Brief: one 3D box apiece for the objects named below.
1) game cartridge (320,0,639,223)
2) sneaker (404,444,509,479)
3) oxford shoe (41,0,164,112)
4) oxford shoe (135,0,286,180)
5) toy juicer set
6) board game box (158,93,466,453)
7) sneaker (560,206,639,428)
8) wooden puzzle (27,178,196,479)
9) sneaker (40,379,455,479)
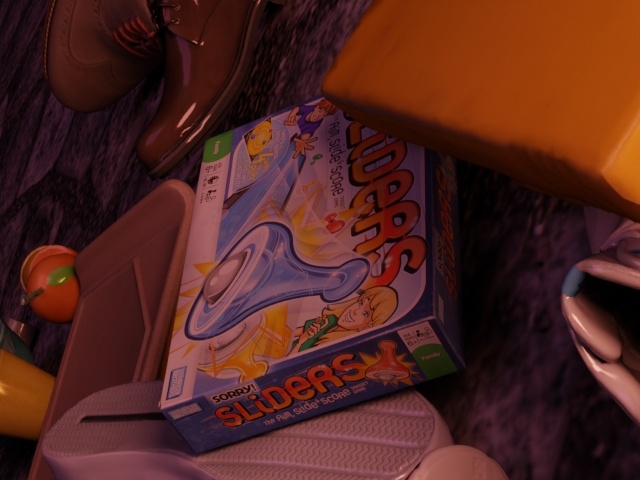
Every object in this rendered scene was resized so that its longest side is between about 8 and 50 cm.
[{"bbox_3d":[0.129,-0.151,0.572,0.285,0.053,0.324,-58,19,1],"label":"game cartridge"},{"bbox_3d":[0.027,0.154,0.589,0.158,0.061,0.065,-71,15,-9],"label":"sneaker"},{"bbox_3d":[-0.156,-0.209,1.307,0.348,0.123,0.130,-49,33,43],"label":"oxford shoe"},{"bbox_3d":[-0.094,-0.150,1.099,0.083,0.096,0.227,-20,45,59],"label":"oxford shoe"},{"bbox_3d":[-0.293,0.103,1.352,0.329,0.089,0.209,-38,35,59],"label":"toy juicer set"},{"bbox_3d":[0.000,0.000,0.725,0.136,0.035,0.201,-20,36,18],"label":"board game box"},{"bbox_3d":[0.112,0.012,0.490,0.071,0.083,0.190,-61,21,23],"label":"sneaker"},{"bbox_3d":[-0.152,0.097,1.109,0.221,0.044,0.238,-33,45,56],"label":"wooden puzzle"},{"bbox_3d":[-0.028,0.117,0.728,0.258,0.091,0.094,-4,35,47],"label":"sneaker"}]
